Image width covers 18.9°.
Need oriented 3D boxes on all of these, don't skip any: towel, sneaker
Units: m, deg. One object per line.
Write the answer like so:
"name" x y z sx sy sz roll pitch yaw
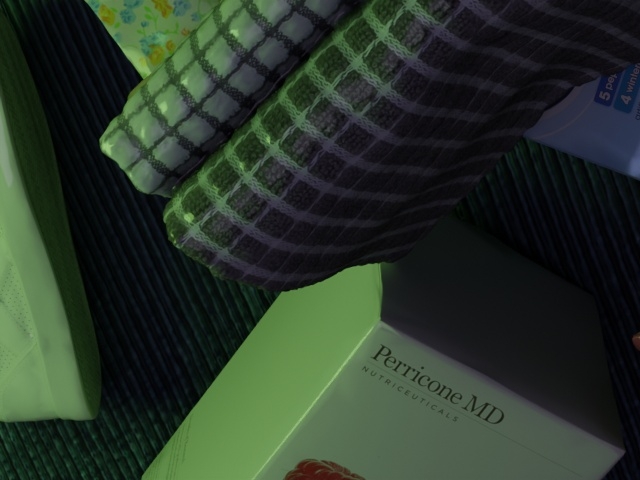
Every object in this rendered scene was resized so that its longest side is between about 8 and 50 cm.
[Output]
"towel" 0.051 -0.087 0.969 0.235 0.284 0.121 -47 74 18
"sneaker" -0.254 -0.004 1.263 0.169 0.108 0.292 -6 111 7

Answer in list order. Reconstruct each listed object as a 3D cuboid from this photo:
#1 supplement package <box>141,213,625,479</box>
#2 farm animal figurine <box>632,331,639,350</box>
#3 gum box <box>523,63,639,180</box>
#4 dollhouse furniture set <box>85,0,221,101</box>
"supplement package" 0.026 0.141 1.198 0.177 0.175 0.293 29 117 -15
"farm animal figurine" 0.340 0.104 1.082 0.327 0.172 0.330 40 159 13
"gum box" 0.132 -0.138 1.106 0.184 0.041 0.157 22 102 20
"dollhouse furniture set" -0.062 -0.306 0.983 0.394 0.256 0.362 -34 92 18
